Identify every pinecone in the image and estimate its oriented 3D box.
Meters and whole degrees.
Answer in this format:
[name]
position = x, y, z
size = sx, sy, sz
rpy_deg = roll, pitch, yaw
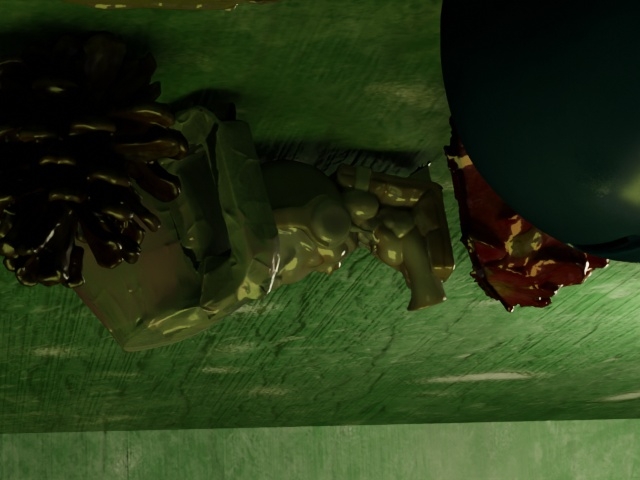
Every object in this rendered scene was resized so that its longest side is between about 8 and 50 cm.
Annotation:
[pinecone]
position = -0.186, -0.057, 1.497
size = 0.150, 0.195, 0.179
rpy_deg = 12, 161, 25

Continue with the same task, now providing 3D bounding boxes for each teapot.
[teapot]
position = -0.118, -0.005, 1.699
size = 0.221, 0.178, 0.163
rpy_deg = -27, 170, 18

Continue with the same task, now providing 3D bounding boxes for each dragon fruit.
[dragon fruit]
position = 0.197, -0.041, 1.696
size = 0.189, 0.163, 0.262
rpy_deg = -33, 162, 18

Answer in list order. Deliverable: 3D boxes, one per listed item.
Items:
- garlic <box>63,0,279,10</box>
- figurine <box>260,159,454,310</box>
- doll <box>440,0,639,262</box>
[garlic]
position = -0.107, -0.184, 1.139
size = 0.196, 0.101, 0.087
rpy_deg = 6, 158, -40
[figurine]
position = -0.001, -0.004, 1.827
size = 0.237, 0.141, 0.162
rpy_deg = 1, 171, -16
[doll]
position = 0.144, -0.131, 0.939
size = 0.310, 0.240, 0.284
rpy_deg = 44, 160, -17
